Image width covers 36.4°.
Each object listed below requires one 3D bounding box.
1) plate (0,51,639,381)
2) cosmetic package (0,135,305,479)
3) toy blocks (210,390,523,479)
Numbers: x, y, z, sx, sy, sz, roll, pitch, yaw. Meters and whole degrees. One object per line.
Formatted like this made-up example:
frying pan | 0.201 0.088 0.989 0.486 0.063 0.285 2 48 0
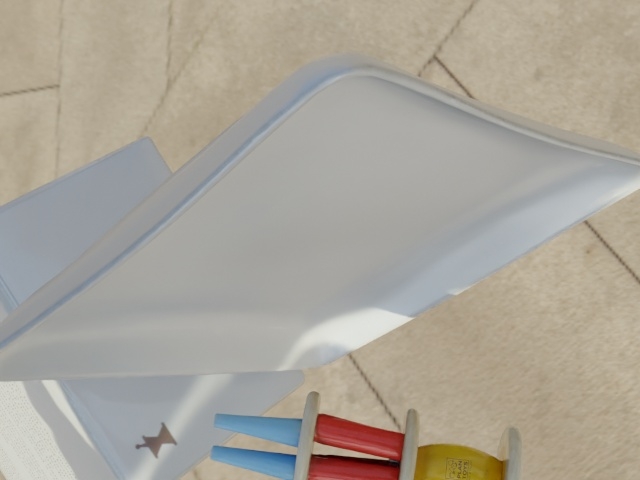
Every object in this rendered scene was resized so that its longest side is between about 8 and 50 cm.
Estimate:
plate | 0.000 0.000 0.512 0.278 0.277 0.045 -35 65 34
cosmetic package | -0.217 0.108 0.880 0.230 0.161 0.453 58 150 0
toy blocks | 0.017 0.135 0.492 0.148 0.054 0.123 9 119 4
